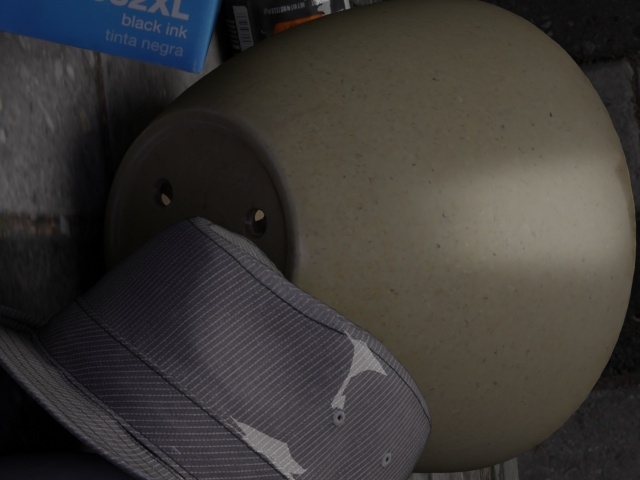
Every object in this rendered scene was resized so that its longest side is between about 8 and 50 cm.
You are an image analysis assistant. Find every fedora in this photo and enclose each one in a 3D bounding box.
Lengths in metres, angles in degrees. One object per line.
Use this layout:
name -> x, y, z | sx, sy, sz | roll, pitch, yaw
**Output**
fedora -> -0.041, 0.076, 0.981 | 0.275, 0.124, 0.244 | 41, -3, -33

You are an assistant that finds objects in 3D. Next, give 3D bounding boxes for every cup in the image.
cup -> 0.000, 0.000, 1.205 | 0.237, 0.331, 0.331 | -3, 86, -48

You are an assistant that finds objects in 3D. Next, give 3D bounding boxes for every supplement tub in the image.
supplement tub -> -0.016, -0.134, 1.541 | 0.106, 0.106, 0.198 | -63, 143, -67

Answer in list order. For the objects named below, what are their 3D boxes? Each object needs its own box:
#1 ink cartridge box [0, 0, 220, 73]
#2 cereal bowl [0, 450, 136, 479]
ink cartridge box -> -0.084, -0.274, 0.981 | 0.223, 0.129, 0.307 | -84, -173, -67
cereal bowl -> -0.088, 0.273, 0.957 | 0.339, 0.141, 0.339 | -8, 90, -76
